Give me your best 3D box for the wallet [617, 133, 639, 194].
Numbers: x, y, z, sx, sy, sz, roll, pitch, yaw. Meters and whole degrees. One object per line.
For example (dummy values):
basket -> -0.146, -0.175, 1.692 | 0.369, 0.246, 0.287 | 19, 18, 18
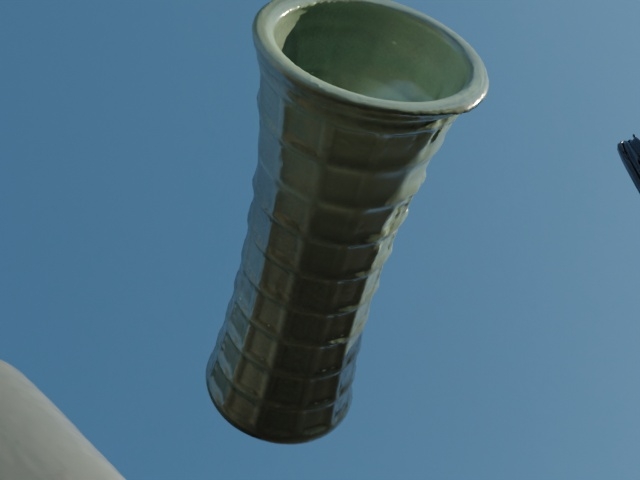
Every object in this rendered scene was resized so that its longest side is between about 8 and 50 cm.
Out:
wallet -> 0.341, 0.016, 0.909 | 0.031, 0.137, 0.255 | -32, -60, 22

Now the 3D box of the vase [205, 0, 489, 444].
vase -> 0.000, 0.000, 0.695 | 0.143, 0.143, 0.298 | 8, -52, -10

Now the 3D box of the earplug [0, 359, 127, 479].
earplug -> -0.283, 0.317, 0.900 | 0.313, 0.394, 0.312 | -25, -50, -34
